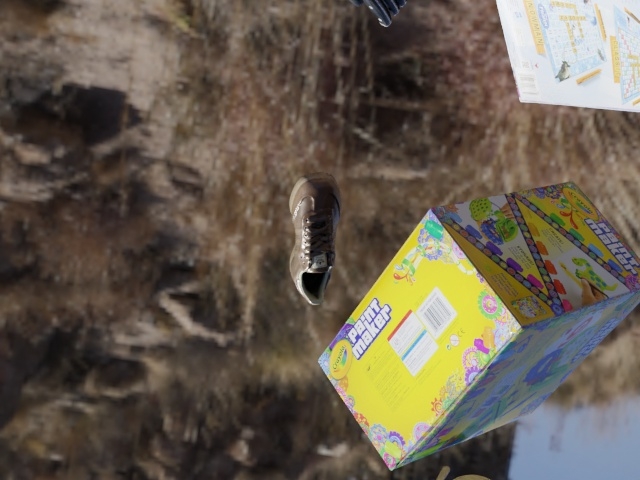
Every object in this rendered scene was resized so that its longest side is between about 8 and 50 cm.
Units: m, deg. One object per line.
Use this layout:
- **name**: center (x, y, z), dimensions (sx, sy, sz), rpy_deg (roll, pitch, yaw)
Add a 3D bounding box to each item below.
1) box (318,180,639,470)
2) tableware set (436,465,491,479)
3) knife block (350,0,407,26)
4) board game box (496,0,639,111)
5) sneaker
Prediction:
- **box**: center (0.202, 0.101, 1.486), dimensions (0.279, 0.290, 0.177), rpy_deg (-11, -124, -43)
- **tableware set**: center (0.192, 0.405, 1.697), dimensions (0.128, 0.039, 0.194), rpy_deg (14, -142, 27)
- **knife block**: center (0.022, -0.377, 1.527), dimensions (0.276, 0.242, 0.088), rpy_deg (-20, -142, -38)
- **board game box**: center (0.425, -0.339, 1.828), dimensions (0.318, 0.066, 0.318), rpy_deg (11, 139, 34)
- **sneaker**: center (0.000, 0.000, 1.497), dimensions (0.066, 0.188, 0.071), rpy_deg (-10, -132, -12)
